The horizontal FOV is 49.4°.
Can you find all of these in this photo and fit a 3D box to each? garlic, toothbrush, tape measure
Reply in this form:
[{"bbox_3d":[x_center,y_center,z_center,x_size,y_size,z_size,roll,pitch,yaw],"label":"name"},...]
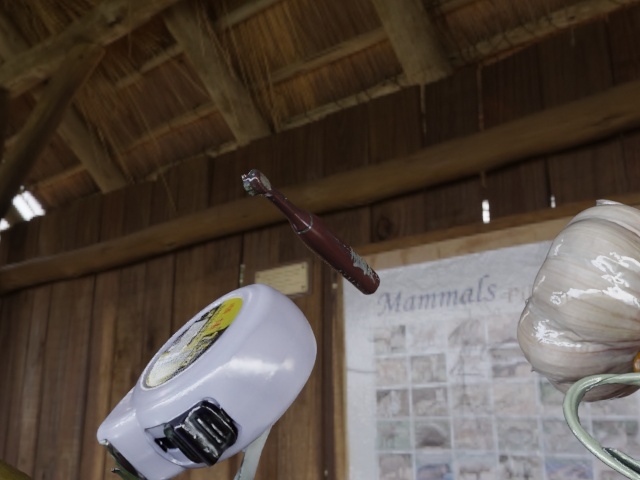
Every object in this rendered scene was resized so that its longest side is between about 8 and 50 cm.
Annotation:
[{"bbox_3d":[0.445,0.101,1.081,0.322,0.321,0.241,8,-10,-26],"label":"garlic"},{"bbox_3d":[0.001,0.000,0.875,0.041,0.040,0.364,-6,-23,23],"label":"toothbrush"},{"bbox_3d":[-0.086,0.130,0.629,0.178,0.196,0.105,-23,-69,48],"label":"tape measure"}]

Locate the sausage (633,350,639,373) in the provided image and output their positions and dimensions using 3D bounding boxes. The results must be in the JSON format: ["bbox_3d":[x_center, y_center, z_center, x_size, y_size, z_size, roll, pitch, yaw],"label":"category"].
[{"bbox_3d":[0.479,0.161,0.853,0.109,0.108,0.270,1,-10,-2],"label":"sausage"}]

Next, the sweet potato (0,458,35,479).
[{"bbox_3d":[-0.220,0.132,0.290,0.310,0.098,0.124,1,-59,0],"label":"sweet potato"}]

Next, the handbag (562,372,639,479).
[{"bbox_3d":[0.351,0.174,0.534,0.315,0.241,0.109,26,-43,19],"label":"handbag"}]
